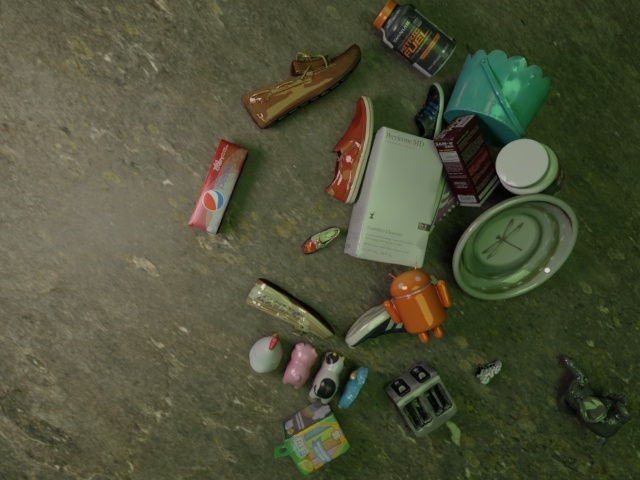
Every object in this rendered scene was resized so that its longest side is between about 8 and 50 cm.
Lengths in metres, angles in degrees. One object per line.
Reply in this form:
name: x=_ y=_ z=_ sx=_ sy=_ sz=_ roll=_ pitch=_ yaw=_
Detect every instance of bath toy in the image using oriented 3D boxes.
bath toy: x=-0.039 y=0.373 z=1.291 sx=0.349 sy=0.151 sz=0.129 roll=24 pitch=126 yaw=-7

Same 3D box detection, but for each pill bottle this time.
pill bottle: x=0.282 y=-0.624 z=1.311 sx=0.246 sy=0.130 sz=0.130 roll=34 pitch=86 yaw=-9
pill bottle: x=0.637 y=-0.208 z=1.299 sx=0.161 sy=0.283 sz=0.161 roll=-2 pitch=86 yaw=35

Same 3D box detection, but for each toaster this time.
toaster: x=0.321 y=0.512 z=1.370 sx=0.168 sy=0.110 sz=0.185 roll=-31 pitch=97 yaw=-7

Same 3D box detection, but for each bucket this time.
bucket: x=0.524 y=-0.417 z=1.298 sx=0.281 sy=0.281 sz=0.183 roll=25 pitch=91 yaw=-10

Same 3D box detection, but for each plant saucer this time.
plant saucer: x=0.596 y=0.012 z=1.357 sx=0.401 sy=0.100 sz=0.400 roll=-5 pitch=125 yaw=-7

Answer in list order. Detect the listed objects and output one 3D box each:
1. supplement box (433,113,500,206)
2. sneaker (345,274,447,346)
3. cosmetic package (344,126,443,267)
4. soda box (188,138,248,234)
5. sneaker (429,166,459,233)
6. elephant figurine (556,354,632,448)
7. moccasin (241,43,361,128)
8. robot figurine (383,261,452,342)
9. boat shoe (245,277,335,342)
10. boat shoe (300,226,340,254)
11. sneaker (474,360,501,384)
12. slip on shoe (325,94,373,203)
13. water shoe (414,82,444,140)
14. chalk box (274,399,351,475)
supplement box: x=0.434 y=-0.231 z=1.262 sx=0.130 sy=0.073 sz=0.239 roll=-45 pitch=120 yaw=-23
sneaker: x=0.248 y=0.254 z=1.336 sx=0.350 sy=0.131 sz=0.148 roll=-33 pitch=93 yaw=-7
cosmetic package: x=0.223 y=-0.124 z=1.305 sx=0.218 sy=0.156 sz=0.384 roll=10 pitch=91 yaw=-12
soda box: x=-0.294 y=-0.152 z=1.247 sx=0.084 sy=0.092 sz=0.263 roll=20 pitch=89 yaw=-9
sneaker: x=0.414 y=-0.118 z=1.369 sx=0.161 sy=0.102 sz=0.281 roll=25 pitch=88 yaw=-13
elephant figurine: x=0.901 y=0.548 z=1.468 sx=0.240 sy=0.186 sz=0.169 roll=26 pitch=131 yaw=0
moccasin: x=-0.053 y=-0.478 z=1.264 sx=0.380 sy=0.139 sz=0.146 roll=-30 pitch=106 yaw=2
robot figurine: x=0.277 y=0.179 z=1.226 sx=0.128 sy=0.158 sz=0.219 roll=-22 pitch=89 yaw=-39
boat shoe: x=-0.088 y=0.223 z=1.299 sx=0.285 sy=0.104 sz=0.089 roll=34 pitch=91 yaw=1
boat shoe: x=0.000 y=0.000 z=1.329 sx=0.137 sy=0.043 sz=0.049 roll=-31 pitch=99 yaw=-6
sneaker: x=0.559 y=0.429 z=1.444 sx=0.069 sy=0.038 sz=0.098 roll=43 pitch=84 yaw=-9
slip on shoe: x=0.091 y=-0.280 z=1.301 sx=0.102 sy=0.123 sz=0.330 roll=14 pitch=95 yaw=-6
water shoe: x=0.341 y=-0.401 z=1.358 sx=0.080 sy=0.073 sz=0.202 roll=2 pitch=91 yaw=-8
chalk box: x=-0.037 y=0.602 z=1.301 sx=0.213 sy=0.132 sz=0.131 roll=-28 pitch=96 yaw=-7
